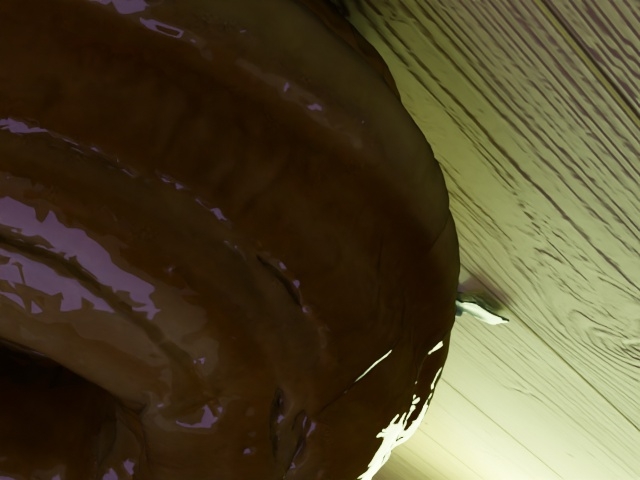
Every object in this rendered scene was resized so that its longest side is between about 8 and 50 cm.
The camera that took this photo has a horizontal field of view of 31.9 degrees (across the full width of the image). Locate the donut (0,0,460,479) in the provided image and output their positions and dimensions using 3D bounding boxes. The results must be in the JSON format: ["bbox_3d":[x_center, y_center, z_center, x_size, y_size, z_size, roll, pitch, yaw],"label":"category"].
[{"bbox_3d":[-0.140,0.014,0.575,0.449,0.198,0.449,10,141,8],"label":"donut"}]

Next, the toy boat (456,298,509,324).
[{"bbox_3d":[0.000,0.000,0.764,0.291,0.067,0.220,32,165,-13],"label":"toy boat"}]
